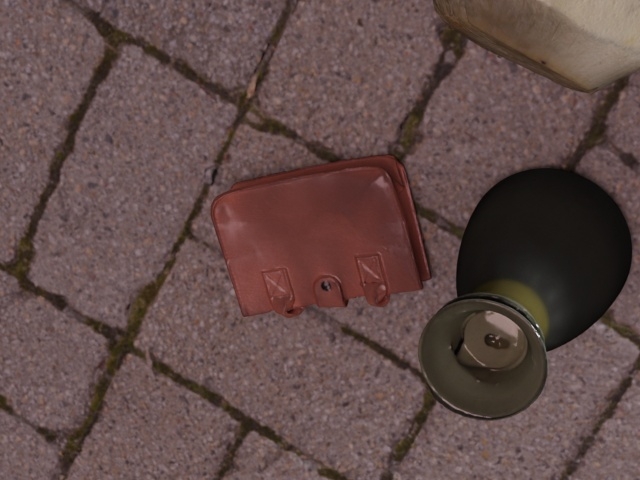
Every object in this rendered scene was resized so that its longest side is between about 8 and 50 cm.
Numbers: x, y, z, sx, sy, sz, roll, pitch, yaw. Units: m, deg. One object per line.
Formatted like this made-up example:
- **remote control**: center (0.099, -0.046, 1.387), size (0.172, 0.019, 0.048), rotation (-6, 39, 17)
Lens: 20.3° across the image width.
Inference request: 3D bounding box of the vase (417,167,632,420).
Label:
- **vase**: center (0.193, 0.053, 1.726), size (0.173, 0.321, 0.173), rotation (6, 110, 16)

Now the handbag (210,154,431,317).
- **handbag**: center (0.000, 0.000, 1.920), size (0.213, 0.059, 0.157), rotation (-9, 105, 21)

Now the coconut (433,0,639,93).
- **coconut**: center (0.230, -0.280, 1.648), size (0.245, 0.245, 0.247), rotation (28, 94, 8)
